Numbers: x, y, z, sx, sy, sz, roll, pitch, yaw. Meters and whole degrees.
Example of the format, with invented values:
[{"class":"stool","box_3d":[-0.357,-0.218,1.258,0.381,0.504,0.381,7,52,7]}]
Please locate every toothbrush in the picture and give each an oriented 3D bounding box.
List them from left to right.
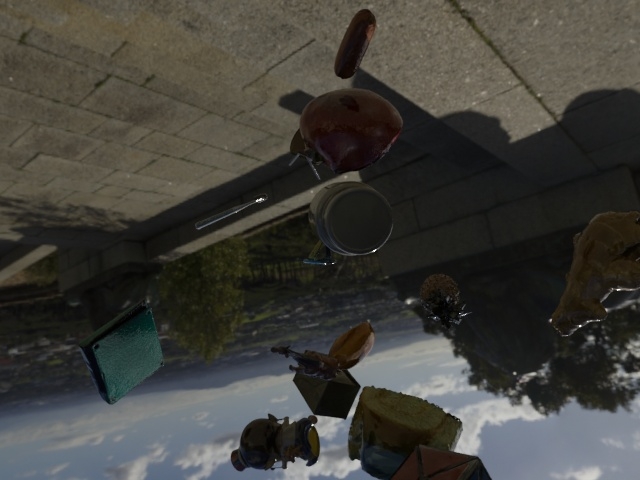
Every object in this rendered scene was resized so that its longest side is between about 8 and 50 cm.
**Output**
[{"class":"toothbrush","box_3d":[-0.325,-0.102,1.764,0.342,0.025,0.030,-20,168,31]}]

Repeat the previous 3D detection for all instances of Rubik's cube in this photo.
[{"class":"Rubik's cube","box_3d":[0.335,0.758,1.352,0.259,0.260,0.254,-32,-174,-32]}]

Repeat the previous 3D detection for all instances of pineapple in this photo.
[{"class":"pineapple","box_3d":[0.438,0.229,1.753,0.165,0.166,0.364,-13,-171,9]}]

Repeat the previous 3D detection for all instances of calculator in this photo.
[{"class":"calculator","box_3d":[-0.627,0.358,1.586,0.058,0.274,0.248,15,-144,30]}]

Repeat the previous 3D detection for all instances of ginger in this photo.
[{"class":"ginger","box_3d":[0.781,0.102,1.344,0.166,0.376,0.236,-1,-170,-39]}]

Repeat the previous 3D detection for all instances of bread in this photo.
[{"class":"bread","box_3d":[0.291,0.688,1.667,0.395,0.239,0.264,17,-161,2]}]

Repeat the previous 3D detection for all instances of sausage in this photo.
[{"class":"sausage","box_3d":[0.093,-0.533,1.342,0.076,0.076,0.197,-4,147,-27]}]

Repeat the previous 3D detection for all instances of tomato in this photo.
[{"class":"tomato","box_3d":[0.072,-0.366,1.471,0.289,0.335,0.176,-37,129,-7]}]

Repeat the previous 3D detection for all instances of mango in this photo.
[{"class":"mango","box_3d":[0.098,0.338,1.553,0.217,0.102,0.141,-22,159,-53]}]

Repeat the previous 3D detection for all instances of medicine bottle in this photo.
[{"class":"medicine bottle","box_3d":[0.081,-0.066,1.415,0.208,0.208,0.339,-10,-174,-5]}]

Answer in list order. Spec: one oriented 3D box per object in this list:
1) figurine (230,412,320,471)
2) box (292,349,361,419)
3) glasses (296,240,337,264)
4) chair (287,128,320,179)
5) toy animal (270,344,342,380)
[{"class":"figurine","box_3d":[-0.137,0.601,1.455,0.275,0.161,0.158,-11,137,17]},{"class":"box","box_3d":[0.020,0.543,1.882,0.148,0.155,0.231,18,-170,-28]},{"class":"glasses","box_3d":[0.029,0.023,1.855,0.207,0.102,0.239,-53,166,13]},{"class":"chair","box_3d":[-0.019,-0.352,1.828,0.172,0.159,0.247,27,169,6]},{"class":"toy animal","box_3d":[-0.041,0.319,1.302,0.224,0.066,0.229,16,159,-12]}]
